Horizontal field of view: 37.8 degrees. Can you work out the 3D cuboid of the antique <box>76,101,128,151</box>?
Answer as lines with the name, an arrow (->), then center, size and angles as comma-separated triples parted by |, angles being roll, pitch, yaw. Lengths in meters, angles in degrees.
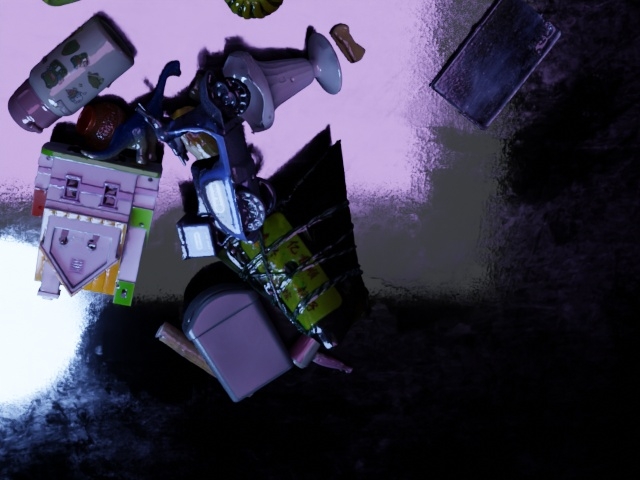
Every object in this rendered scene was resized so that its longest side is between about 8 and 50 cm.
antique -> -0.423, -0.223, 1.840 | 0.104, 0.104, 0.104 | -3, 109, -7

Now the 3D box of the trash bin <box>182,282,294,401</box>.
trash bin -> -0.183, 0.205, 2.002 | 0.177, 0.101, 0.236 | -32, 104, -10

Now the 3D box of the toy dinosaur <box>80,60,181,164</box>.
toy dinosaur -> -0.354, -0.242, 1.791 | 0.075, 0.248, 0.188 | 18, 112, 29

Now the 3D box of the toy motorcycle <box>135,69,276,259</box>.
toy motorcycle -> -0.211, -0.144, 1.783 | 0.213, 0.125, 0.358 | -4, 110, 15

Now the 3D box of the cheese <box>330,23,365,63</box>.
cheese -> 0.058, -0.398, 1.884 | 0.044, 0.030, 0.083 | -41, 106, -15

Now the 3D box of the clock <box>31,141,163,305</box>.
clock -> -0.463, -0.023, 1.871 | 0.235, 0.166, 0.309 | 12, 100, -12

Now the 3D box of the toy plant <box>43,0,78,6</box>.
toy plant -> -0.495, -0.597, 1.682 | 0.224, 0.184, 0.315 | -25, 95, -4

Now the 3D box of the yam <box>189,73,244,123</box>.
yam -> -0.199, -0.283, 1.876 | 0.132, 0.054, 0.054 | 26, 103, -17

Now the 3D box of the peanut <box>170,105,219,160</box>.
peanut -> -0.222, -0.185, 1.889 | 0.087, 0.087, 0.206 | -41, 108, 7

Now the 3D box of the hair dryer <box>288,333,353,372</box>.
hair dryer -> 0.012, 0.256, 2.103 | 0.154, 0.054, 0.106 | 37, 96, -28

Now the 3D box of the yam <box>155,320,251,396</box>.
yam -> -0.248, 0.265, 2.062 | 0.264, 0.046, 0.046 | 36, 101, -18

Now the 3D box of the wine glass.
wine glass -> -0.071, -0.315, 1.810 | 0.196, 0.165, 0.165 | -26, 112, -18

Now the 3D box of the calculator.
calculator -> 0.366, -0.375, 1.940 | 0.161, 0.021, 0.261 | 36, 100, -17

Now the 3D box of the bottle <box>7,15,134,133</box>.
bottle -> -0.487, -0.309, 1.791 | 0.253, 0.120, 0.120 | -37, 110, 6

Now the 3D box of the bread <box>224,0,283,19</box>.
bread -> -0.133, -0.494, 1.802 | 0.130, 0.071, 0.139 | -40, 110, 11

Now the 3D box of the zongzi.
zongzi -> 0.000, 0.000, 1.919 | 0.383, 0.319, 0.362 | 43, 101, 0
